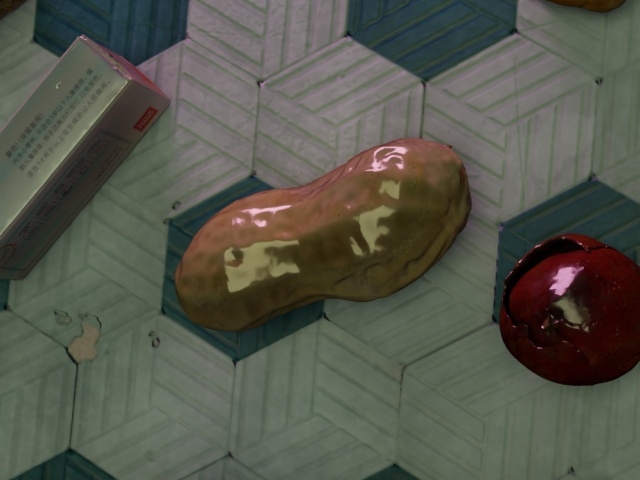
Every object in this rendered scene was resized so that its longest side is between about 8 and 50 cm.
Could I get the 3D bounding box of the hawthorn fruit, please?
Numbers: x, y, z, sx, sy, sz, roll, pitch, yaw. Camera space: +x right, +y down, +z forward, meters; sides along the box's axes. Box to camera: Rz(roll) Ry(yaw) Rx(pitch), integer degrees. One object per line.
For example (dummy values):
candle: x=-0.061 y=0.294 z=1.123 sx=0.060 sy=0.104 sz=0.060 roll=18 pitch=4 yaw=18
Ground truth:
hawthorn fruit: x=0.233 y=0.070 z=1.378 sx=0.148 sy=0.172 sz=0.148 roll=7 pitch=103 yaw=30

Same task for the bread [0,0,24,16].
bread: x=-0.406 y=-0.281 z=1.585 sx=0.196 sy=0.102 sz=0.138 roll=-35 pitch=77 yaw=9

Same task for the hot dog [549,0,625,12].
hot dog: x=0.271 y=-0.356 z=1.409 sx=0.150 sy=0.153 sz=0.256 roll=20 pitch=90 yaw=13

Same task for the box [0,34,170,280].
box: x=-0.282 y=-0.079 z=1.523 sx=0.079 sy=0.135 sz=0.269 roll=41 pitch=95 yaw=12

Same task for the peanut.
peanut: x=0.000 y=0.000 z=1.452 sx=0.313 sy=0.149 sz=0.149 roll=-16 pitch=82 yaw=11
